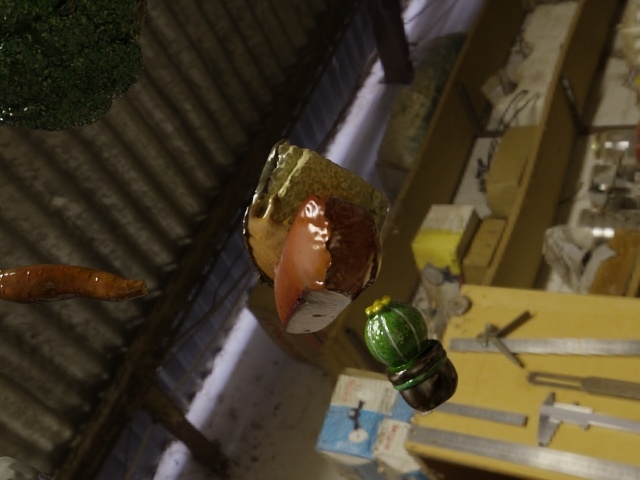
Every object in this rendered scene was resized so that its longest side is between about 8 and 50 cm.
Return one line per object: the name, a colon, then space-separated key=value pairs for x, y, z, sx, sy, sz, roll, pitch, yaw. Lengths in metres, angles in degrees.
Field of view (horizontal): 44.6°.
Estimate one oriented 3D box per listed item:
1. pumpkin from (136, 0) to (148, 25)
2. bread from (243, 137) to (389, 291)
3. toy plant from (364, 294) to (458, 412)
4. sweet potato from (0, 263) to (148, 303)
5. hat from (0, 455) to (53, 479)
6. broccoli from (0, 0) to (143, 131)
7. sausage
pumpkin: x=-0.467 y=-0.490 z=1.577 sx=0.233 sy=0.163 sz=0.233 roll=9 pitch=-105 yaw=-34
bread: x=0.000 y=0.000 z=1.174 sx=0.262 sy=0.163 sz=0.204 roll=47 pitch=-118 yaw=-47
toy plant: x=0.121 y=0.152 z=1.085 sx=0.093 sy=0.093 sz=0.162 roll=-35 pitch=-85 yaw=-47
sweet potato: x=-0.359 y=0.059 z=1.077 sx=0.057 sy=0.265 sz=0.057 roll=-3 pitch=-90 yaw=-77
hat: x=-0.366 y=0.309 z=0.896 sx=0.149 sy=0.214 sz=0.244 roll=-37 pitch=-21 yaw=-30
broccoli: x=-0.349 y=-0.265 z=0.961 sx=0.270 sy=0.270 sz=0.270 roll=-9 pitch=-104 yaw=-54
sausage: x=0.001 y=0.032 z=0.835 sx=0.330 sy=0.102 sz=0.102 roll=117 pitch=169 yaw=-74
